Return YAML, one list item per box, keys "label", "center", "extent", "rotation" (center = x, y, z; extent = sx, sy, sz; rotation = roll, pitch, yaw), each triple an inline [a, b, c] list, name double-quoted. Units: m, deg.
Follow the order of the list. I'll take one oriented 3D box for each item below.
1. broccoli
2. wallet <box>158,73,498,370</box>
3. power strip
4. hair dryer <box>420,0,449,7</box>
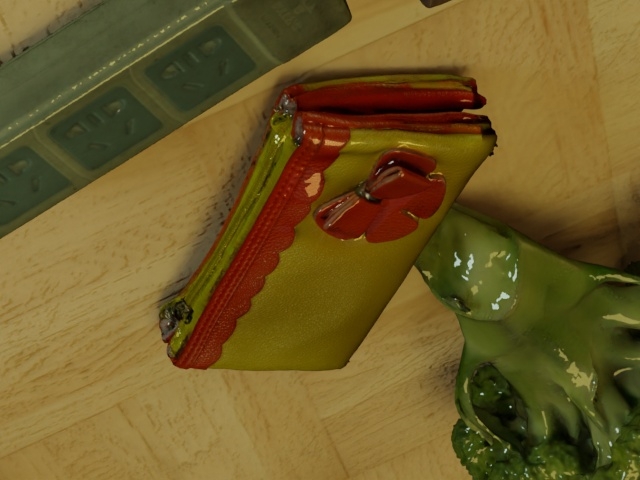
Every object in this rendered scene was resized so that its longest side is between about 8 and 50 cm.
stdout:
- label: "broccoli"
  center: [0.210, 0.089, 1.354]
  extent: [0.254, 0.186, 0.302]
  rotation: [-15, 153, 1]
- label: "wallet"
  center: [0.000, 0.000, 1.200]
  extent: [0.141, 0.067, 0.241]
  rotation: [-1, 140, -30]
- label: "power strip"
  center: [-0.105, -0.085, 1.021]
  extent: [0.272, 0.052, 0.078]
  rotation: [-31, 147, 9]
- label: "hair dryer"
  center: [0.083, -0.206, 0.978]
  extent: [0.117, 0.064, 0.181]
  rotation: [-24, 142, -4]
